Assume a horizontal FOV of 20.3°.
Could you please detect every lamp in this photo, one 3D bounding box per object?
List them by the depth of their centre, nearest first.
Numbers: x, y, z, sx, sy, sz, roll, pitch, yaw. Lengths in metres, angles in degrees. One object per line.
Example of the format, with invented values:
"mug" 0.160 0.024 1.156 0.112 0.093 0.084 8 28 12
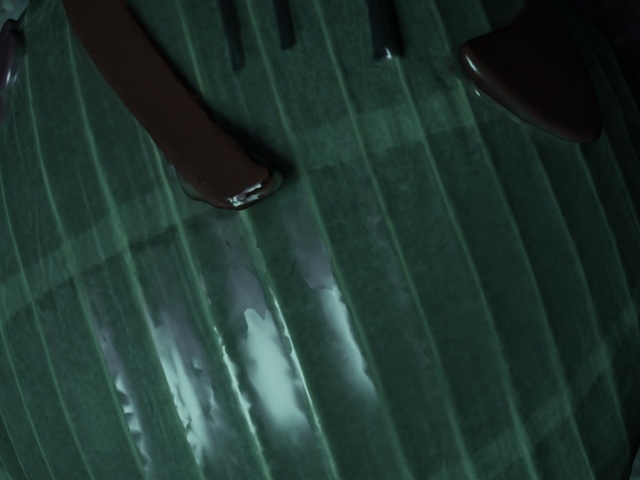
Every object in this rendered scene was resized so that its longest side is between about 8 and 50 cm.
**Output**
"lamp" 0.000 0.000 0.562 0.233 0.265 0.233 -7 124 -11
